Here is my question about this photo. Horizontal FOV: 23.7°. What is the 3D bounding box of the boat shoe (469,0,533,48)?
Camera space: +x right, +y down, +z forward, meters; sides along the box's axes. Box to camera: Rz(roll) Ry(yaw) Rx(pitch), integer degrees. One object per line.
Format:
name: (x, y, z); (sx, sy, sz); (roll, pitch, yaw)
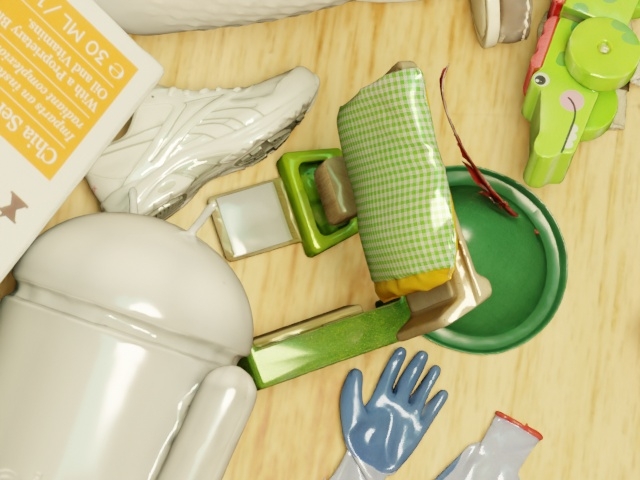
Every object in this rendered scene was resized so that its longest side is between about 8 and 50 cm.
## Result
boat shoe: (0.188, -0.332, 1.422); (0.097, 0.116, 0.324); (3, 73, -6)

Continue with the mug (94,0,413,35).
mug: (-0.005, -0.301, 1.263); (0.328, 0.374, 0.276); (-3, 68, 30)

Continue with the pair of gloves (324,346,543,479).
pair of gloves: (0.094, 0.193, 1.352); (0.198, 0.023, 0.159); (33, 74, -3)

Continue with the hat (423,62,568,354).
hat: (0.142, -0.005, 1.313); (0.209, 0.183, 0.173); (28, 76, -3)

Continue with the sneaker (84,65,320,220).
sneaker: (-0.110, -0.105, 1.341); (0.232, 0.090, 0.115); (-32, 83, -15)

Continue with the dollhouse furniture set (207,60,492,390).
dollhouse furniture set: (0.000, 0.000, 1.227); (0.151, 0.301, 0.197); (-17, 85, -15)

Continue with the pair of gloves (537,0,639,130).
pair of gloves: (0.326, -0.190, 1.453); (0.240, 0.042, 0.204); (10, 78, -8)

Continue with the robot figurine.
robot figurine: (-0.173, 0.129, 1.203); (0.300, 0.200, 0.353); (13, 82, 39)

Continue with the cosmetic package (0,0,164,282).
cosmetic package: (-0.353, -0.037, 1.175); (0.230, 0.161, 0.453); (44, 66, -22)

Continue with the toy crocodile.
toy crocodile: (0.245, -0.202, 1.369); (0.105, 0.115, 0.340); (22, 71, 7)
